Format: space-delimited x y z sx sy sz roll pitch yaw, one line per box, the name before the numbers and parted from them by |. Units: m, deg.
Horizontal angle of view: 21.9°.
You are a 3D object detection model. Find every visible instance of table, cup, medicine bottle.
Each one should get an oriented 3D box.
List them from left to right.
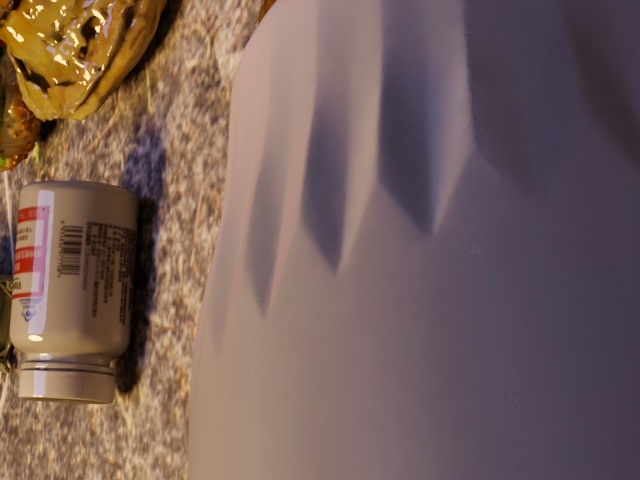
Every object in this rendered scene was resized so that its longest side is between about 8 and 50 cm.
table | -0.279 0.061 1.315 0.083 0.062 0.079 10 92 63
medicine bottle | -0.161 0.035 1.081 0.079 0.079 0.140 -13 72 61
cup | 0.092 0.109 0.410 0.253 0.253 0.372 -45 42 49

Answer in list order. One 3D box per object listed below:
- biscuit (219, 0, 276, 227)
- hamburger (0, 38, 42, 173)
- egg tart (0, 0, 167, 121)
biscuit | 0.002 0.001 0.758 0.296 0.075 0.296 -172 90 -78
hamburger | -0.255 -0.130 1.285 0.137 0.087 0.166 114 148 -47
egg tart | -0.175 -0.198 1.146 0.241 0.106 0.241 -32 53 54
